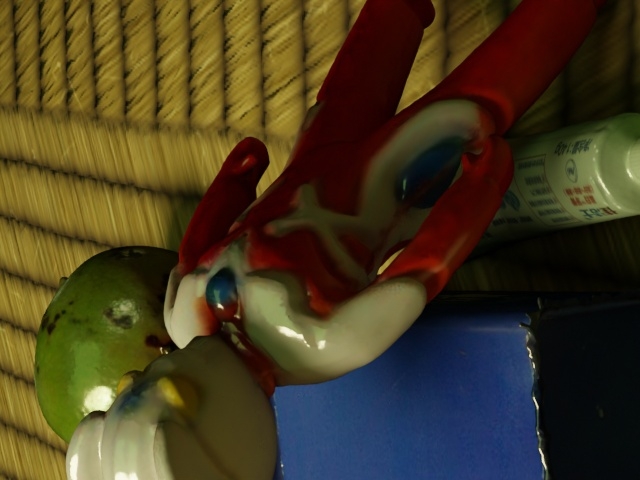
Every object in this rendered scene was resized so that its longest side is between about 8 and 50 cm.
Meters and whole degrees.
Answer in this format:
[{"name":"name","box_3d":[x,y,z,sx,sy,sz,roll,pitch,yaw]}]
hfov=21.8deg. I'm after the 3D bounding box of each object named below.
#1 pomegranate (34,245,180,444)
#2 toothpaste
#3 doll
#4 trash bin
[{"name":"pomegranate","box_3d":[-0.130,0.081,1.202,0.220,0.156,0.156,-160,64,-87]},{"name":"toothpaste","box_3d":[0.113,-0.029,0.870,0.069,0.047,0.268,52,160,-11]},{"name":"doll","box_3d":[0.000,0.000,0.819,0.188,0.099,0.384,-1,50,46]},{"name":"trash bin","box_3d":[0.073,0.103,0.884,0.234,0.162,0.184,-9,88,49]}]
